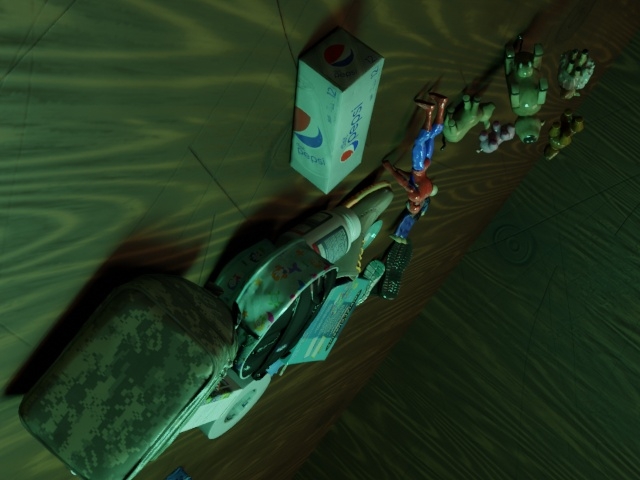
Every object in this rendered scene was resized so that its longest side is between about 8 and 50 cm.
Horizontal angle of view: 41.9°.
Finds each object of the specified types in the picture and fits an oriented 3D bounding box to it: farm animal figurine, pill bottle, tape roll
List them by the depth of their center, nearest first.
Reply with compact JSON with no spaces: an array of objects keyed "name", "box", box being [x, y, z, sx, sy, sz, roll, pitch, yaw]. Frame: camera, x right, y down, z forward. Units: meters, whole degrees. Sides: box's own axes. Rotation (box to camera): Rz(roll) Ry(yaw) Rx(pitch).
[{"name":"pill bottle","box":[0.000,0.000,1.722,0.180,0.108,0.108,-33,158,-42]},{"name":"farm animal figurine","box":[0.477,-0.329,2.048,0.172,0.330,0.327,65,39,-70]},{"name":"tape roll","box":[-0.224,0.391,2.091,0.219,0.072,0.219,-44,164,-16]}]

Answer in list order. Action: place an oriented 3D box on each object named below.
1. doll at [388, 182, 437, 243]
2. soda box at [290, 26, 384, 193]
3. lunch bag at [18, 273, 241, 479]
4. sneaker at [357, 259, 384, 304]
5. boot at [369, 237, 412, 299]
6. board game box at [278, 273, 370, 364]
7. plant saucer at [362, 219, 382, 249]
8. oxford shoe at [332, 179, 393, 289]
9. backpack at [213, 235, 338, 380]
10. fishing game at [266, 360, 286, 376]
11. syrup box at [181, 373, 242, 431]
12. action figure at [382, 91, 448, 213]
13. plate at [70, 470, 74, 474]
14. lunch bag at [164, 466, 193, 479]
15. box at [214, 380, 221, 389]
[{"name":"doll","box":[0.266,-0.081,2.348,0.189,0.046,0.129,-59,153,10]},{"name":"soda box","box":[0.020,-0.200,1.347,0.098,0.091,0.286,-43,163,-23]},{"name":"lunch bag","box":[-0.275,0.201,1.313,0.305,0.212,0.256,-50,180,7]},{"name":"sneaker","box":[0.130,0.133,2.459,0.166,0.065,0.076,-47,168,-3]},{"name":"boot","box":[0.202,0.081,2.543,0.198,0.077,0.137,-67,-163,-11]},{"name":"board game box","box":[-0.003,0.181,2.112,0.254,0.079,0.336,-60,164,2]},{"name":"plant saucer","box":[0.112,-0.011,2.146,0.119,0.021,0.119,-45,163,-17]},{"name":"oxford shoe","box":[0.055,0.021,1.868,0.364,0.132,0.130,-47,163,-6]},{"name":"backpack","box":[-0.092,0.107,1.573,0.225,0.191,0.253,-31,164,-52]},{"name":"fishing game","box":[-0.094,0.268,2.200,0.189,0.041,0.264,-59,166,-6]},{"name":"syrup box","box":[-0.271,0.338,1.805,0.096,0.093,0.237,-53,164,11]},{"name":"action figure","box":[0.196,-0.195,1.861,0.091,0.139,0.280,-29,133,-42]},{"name":"plate","box":[-0.414,0.396,1.655,0.188,0.024,0.188,-35,157,-17]},{"name":"lunch bag","box":[-0.393,0.682,2.321,0.067,0.065,0.098,-37,160,-37]},{"name":"box","box":[-0.212,0.236,1.739,0.094,0.027,0.137,81,23,-70]}]
